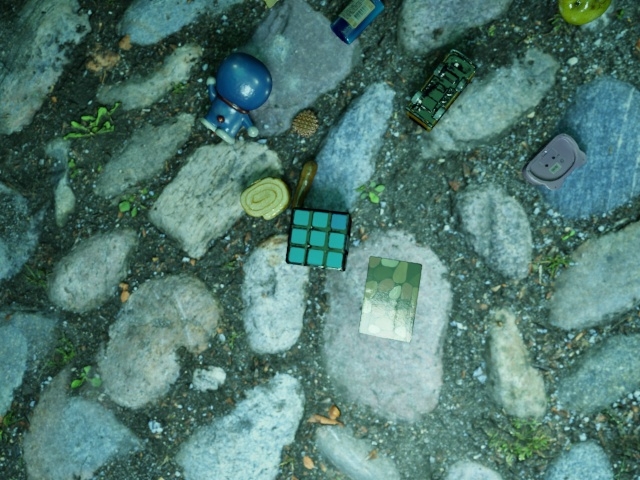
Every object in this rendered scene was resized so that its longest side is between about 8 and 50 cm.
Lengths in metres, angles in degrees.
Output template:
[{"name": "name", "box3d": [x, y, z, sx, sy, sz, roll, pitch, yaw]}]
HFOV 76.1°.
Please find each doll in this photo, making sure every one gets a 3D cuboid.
[{"name": "doll", "box3d": [-0.247, -0.421, 1.218, 0.215, 0.161, 0.256, 36, 109, -7]}]

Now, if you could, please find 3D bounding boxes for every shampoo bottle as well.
[{"name": "shampoo bottle", "box3d": [0.120, -0.680, 1.220, 0.183, 0.050, 0.087, -45, 81, 4]}]

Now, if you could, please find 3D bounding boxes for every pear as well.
[{"name": "pear", "box3d": [0.718, -0.658, 1.125, 0.141, 0.104, 0.140, -2, 64, 5]}]

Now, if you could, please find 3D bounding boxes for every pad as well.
[{"name": "pad", "box3d": [0.205, 0.172, 1.205, 0.159, 0.003, 0.234, 9, 89, 7]}]

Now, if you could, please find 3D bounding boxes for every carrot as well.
[{"name": "carrot", "box3d": [-0.055, -0.150, 1.226, 0.047, 0.047, 0.190, 21, 92, 7]}]

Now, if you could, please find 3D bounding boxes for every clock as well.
[{"name": "clock", "box3d": [0.650, -0.212, 1.142, 0.110, 0.050, 0.152, 45, 94, 6]}]

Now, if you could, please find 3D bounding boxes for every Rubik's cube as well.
[{"name": "Rubik's cube", "box3d": [0.000, 0.000, 1.158, 0.161, 0.163, 0.161, 7, 85, 7]}]

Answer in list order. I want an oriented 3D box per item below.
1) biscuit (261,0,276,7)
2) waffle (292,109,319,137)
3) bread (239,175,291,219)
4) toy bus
[{"name": "biscuit", "box3d": [-0.113, -0.800, 1.250, 0.052, 0.056, 0.188, 44, 92, 4]}, {"name": "waffle", "box3d": [-0.044, -0.355, 1.241, 0.083, 0.029, 0.075, -36, 85, 2]}, {"name": "bread", "box3d": [-0.161, -0.124, 1.223, 0.149, 0.073, 0.122, -32, 87, 5]}, {"name": "toy bus", "box3d": [0.340, -0.416, 1.154, 0.098, 0.114, 0.201, 39, 98, 7]}]
